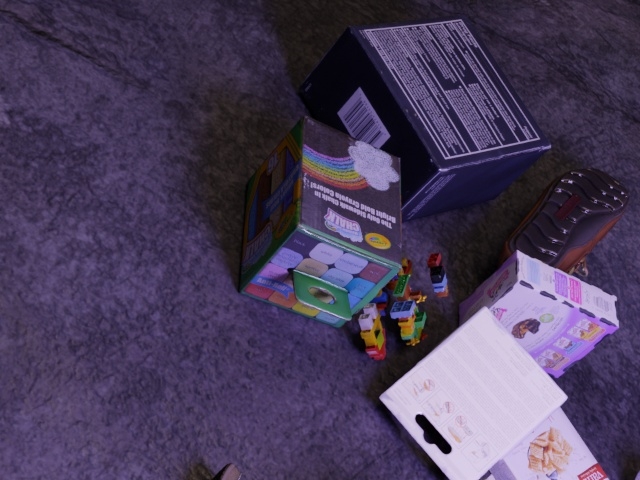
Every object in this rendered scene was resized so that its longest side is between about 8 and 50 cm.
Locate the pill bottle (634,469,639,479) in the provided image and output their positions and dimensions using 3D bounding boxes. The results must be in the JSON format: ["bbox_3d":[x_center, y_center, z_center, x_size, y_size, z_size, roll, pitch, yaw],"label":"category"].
[{"bbox_3d":[0.633,0.428,2.134,0.283,0.160,0.160,18,47,-24],"label":"pill bottle"}]

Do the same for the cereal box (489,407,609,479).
[{"bbox_3d":[0.319,0.311,2.080,0.173,0.047,0.240,-19,69,-43],"label":"cereal box"}]

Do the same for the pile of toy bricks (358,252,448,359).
[{"bbox_3d":[0.136,0.111,2.088,0.212,0.118,0.105,-60,138,-58],"label":"pile of toy bricks"}]

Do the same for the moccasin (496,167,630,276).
[{"bbox_3d":[0.417,-0.004,2.364,0.139,0.147,0.380,32,45,11],"label":"moccasin"}]

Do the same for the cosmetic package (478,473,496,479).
[{"bbox_3d":[0.213,0.465,1.668,0.160,0.113,0.309,-25,80,-42],"label":"cosmetic package"}]

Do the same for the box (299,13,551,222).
[{"bbox_3d":[0.176,-0.206,2.302,0.294,0.183,0.296,-14,67,-42],"label":"box"}]

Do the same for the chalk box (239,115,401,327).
[{"bbox_3d":[0.000,0.000,2.007,0.180,0.179,0.289,23,46,-21],"label":"chalk box"}]

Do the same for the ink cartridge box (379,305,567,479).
[{"bbox_3d":[0.221,0.235,2.021,0.232,0.066,0.189,-38,81,-20],"label":"ink cartridge box"}]

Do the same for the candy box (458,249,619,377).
[{"bbox_3d":[0.343,0.120,2.170,0.196,0.165,0.070,24,44,-19],"label":"candy box"}]

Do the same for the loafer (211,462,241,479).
[{"bbox_3d":[-0.127,0.348,1.715,0.050,0.056,0.148,30,53,-14],"label":"loafer"}]
